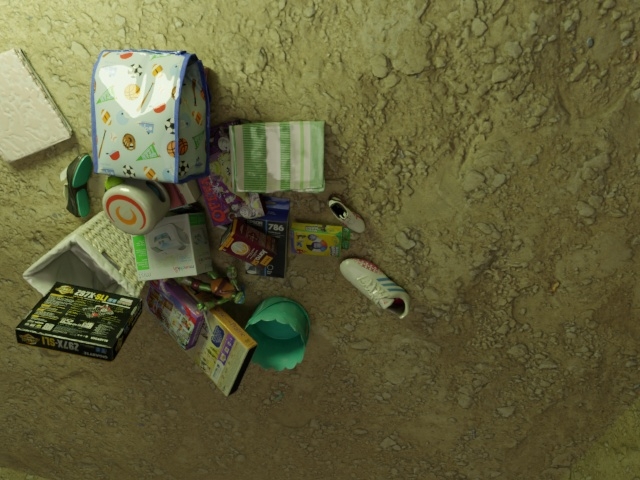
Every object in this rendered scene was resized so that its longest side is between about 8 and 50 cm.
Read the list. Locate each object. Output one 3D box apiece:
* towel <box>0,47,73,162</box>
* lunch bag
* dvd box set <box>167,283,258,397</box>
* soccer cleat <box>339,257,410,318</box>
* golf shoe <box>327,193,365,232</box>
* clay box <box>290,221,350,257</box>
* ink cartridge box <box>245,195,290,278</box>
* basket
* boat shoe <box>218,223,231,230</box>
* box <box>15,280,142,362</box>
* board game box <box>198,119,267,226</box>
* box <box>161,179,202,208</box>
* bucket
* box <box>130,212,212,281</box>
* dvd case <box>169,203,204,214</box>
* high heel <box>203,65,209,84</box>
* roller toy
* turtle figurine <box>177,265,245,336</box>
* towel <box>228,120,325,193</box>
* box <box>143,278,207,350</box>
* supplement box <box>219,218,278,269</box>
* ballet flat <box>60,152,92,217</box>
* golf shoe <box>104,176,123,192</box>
[{"bbox_3d":[-1.087,-0.466,1.676,0.316,0.053,0.332,-16,118,14],"label":"towel"},{"bbox_3d":[-0.526,-0.395,1.498,0.327,0.239,0.386,7,108,14],"label":"lunch bag"},{"bbox_3d":[-0.464,0.405,1.983,0.420,0.062,0.308,38,122,22],"label":"dvd box set"},{"bbox_3d":[0.220,0.186,1.859,0.331,0.143,0.116,32,118,-12],"label":"soccer cleat"},{"bbox_3d":[0.094,-0.085,1.751,0.186,0.086,0.067,42,115,-19],"label":"golf shoe"},{"bbox_3d":[0.000,0.000,1.811,0.221,0.053,0.128,6,137,4],"label":"clay box"},{"bbox_3d":[-0.208,-0.011,1.840,0.165,0.065,0.333,6,120,3],"label":"ink cartridge box"},{"bbox_3d":[-0.883,0.113,1.866,0.331,0.266,0.328,-30,113,20],"label":"basket"},{"bbox_3d":[-0.348,-0.061,1.819,0.142,0.049,0.040,25,115,18],"label":"boat shoe"},{"bbox_3d":[-0.825,0.277,1.654,0.321,0.257,0.079,12,121,-3],"label":"box"},{"bbox_3d":[-0.336,-0.235,1.700,0.208,0.056,0.347,-10,108,16],"label":"board game box"},{"bbox_3d":[-0.563,-0.200,1.730,0.232,0.127,0.149,-13,117,14],"label":"box"},{"bbox_3d":[-0.182,0.383,1.995,0.281,0.183,0.281,2,121,4],"label":"bucket"},{"bbox_3d":[-0.563,0.025,1.803,0.261,0.126,0.231,-6,93,18],"label":"box"},{"bbox_3d":[-0.503,-0.116,1.786,0.087,0.119,0.013,-13,83,14],"label":"dvd case"},{"bbox_3d":[-0.489,-0.535,1.556,0.243,0.082,0.117,9,111,-14],"label":"high heel"},{"bbox_3d":[-0.620,-0.126,1.621,0.191,0.146,0.209,17,128,4],"label":"roller toy"},{"bbox_3d":[-0.427,0.175,1.867,0.266,0.275,0.198,30,119,5],"label":"turtle figurine"},{"bbox_3d":[-0.147,-0.281,1.636,0.324,0.038,0.248,-2,107,-4],"label":"towel"},{"bbox_3d":[-0.606,0.286,1.975,0.293,0.057,0.201,39,122,21],"label":"box"},{"bbox_3d":[-0.263,0.016,1.754,0.188,0.081,0.104,28,126,-22],"label":"supplement box"},{"bbox_3d":[-0.925,-0.212,1.786,0.096,0.095,0.281,24,120,6],"label":"ballet flat"},{"bbox_3d":[-0.736,-0.255,1.756,0.093,0.077,0.198,14,128,-15],"label":"golf shoe"}]
